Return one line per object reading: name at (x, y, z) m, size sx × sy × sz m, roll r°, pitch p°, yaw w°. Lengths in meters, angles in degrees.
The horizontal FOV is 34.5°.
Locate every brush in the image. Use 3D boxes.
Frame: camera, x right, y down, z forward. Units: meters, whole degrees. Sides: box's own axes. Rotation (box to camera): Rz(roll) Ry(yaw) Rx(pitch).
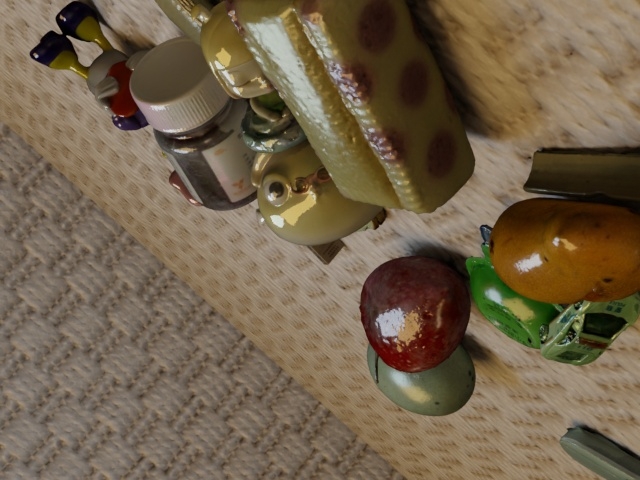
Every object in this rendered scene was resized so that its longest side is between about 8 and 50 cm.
brush at (0.322, -0.065, 1.094) m, size 0.048 × 0.054 × 0.282 m, roll 20°, pitch 176°, yaw -29°

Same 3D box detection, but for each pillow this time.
pillow at (-0.194, -0.338, 1.501) m, size 0.208 × 0.053 × 0.119 m, roll 42°, pitch 167°, yaw -8°

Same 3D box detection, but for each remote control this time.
remote control at (0.543, 0.413, 1.847) m, size 0.247 × 0.052 × 0.104 m, roll 29°, pitch 162°, yaw 31°

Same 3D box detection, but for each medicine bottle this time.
medicine bottle at (-0.188, -0.187, 1.692) m, size 0.165 × 0.165 × 0.273 m, roll 28°, pitch 158°, yaw 35°

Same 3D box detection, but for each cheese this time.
cheese at (0.285, 0.070, 1.465) m, size 0.204 × 0.083 × 0.320 m, roll 33°, pitch 165°, yaw 28°

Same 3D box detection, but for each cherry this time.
cherry at (0.160, 0.115, 1.693) m, size 0.175 × 0.192 × 0.249 m, roll 5°, pitch 158°, yaw -14°

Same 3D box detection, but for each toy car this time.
toy car at (0.354, 0.117, 1.367) m, size 0.093 × 0.058 × 0.186 m, roll 14°, pitch 146°, yaw -8°

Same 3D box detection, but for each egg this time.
egg at (0.189, 0.241, 1.966) m, size 0.236 × 0.169 × 0.169 m, roll 31°, pitch 162°, yaw 46°

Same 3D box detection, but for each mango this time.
mango at (0.285, 0.015, 1.157) m, size 0.177 × 0.120 × 0.295 m, roll 4°, pitch -176°, yaw -2°

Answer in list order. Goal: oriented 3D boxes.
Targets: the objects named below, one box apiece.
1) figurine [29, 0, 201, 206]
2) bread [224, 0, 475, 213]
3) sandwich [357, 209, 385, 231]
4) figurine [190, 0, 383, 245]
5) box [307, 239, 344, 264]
figurine at (-0.332, -0.251, 1.863) m, size 0.421 × 0.154 × 0.193 m, roll 41°, pitch 169°, yaw 3°
bread at (0.047, -0.187, 1.195) m, size 0.187 × 0.155 × 0.338 m, roll 13°, pitch 147°, yaw 41°
sandwich at (0.066, -0.045, 1.727) m, size 0.105 × 0.036 × 0.093 m, roll 27°, pitch 158°, yaw 35°
figurine at (-0.056, -0.185, 1.435) m, size 0.394 × 0.226 × 0.274 m, roll 57°, pitch -174°, yaw -33°
box at (0.000, 0.000, 1.958) m, size 0.083 × 0.053 × 0.024 m, roll 46°, pitch 163°, yaw -16°
